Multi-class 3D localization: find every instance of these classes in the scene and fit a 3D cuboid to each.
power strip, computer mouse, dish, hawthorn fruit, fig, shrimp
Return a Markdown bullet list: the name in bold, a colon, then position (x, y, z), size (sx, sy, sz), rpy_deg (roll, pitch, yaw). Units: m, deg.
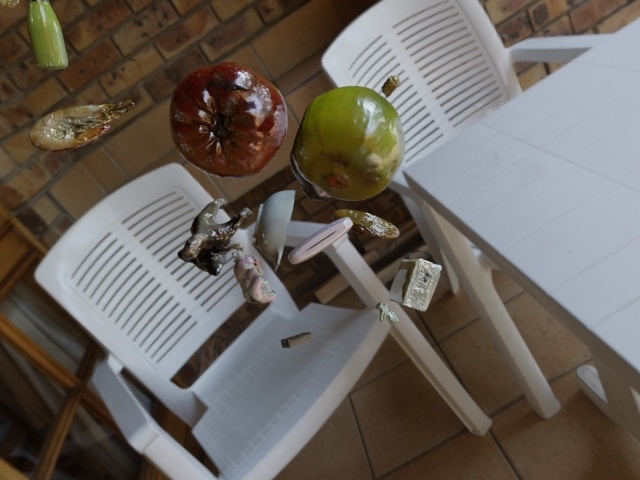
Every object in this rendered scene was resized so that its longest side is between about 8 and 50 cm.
- **power strip**: position (-0.072, 0.312, 1.541), size (0.111, 0.030, 0.037), rpy_deg (-8, -2, -45)
- **computer mouse**: position (-0.020, -0.290, 1.921), size (0.183, 0.323, 0.116), rpy_deg (-38, 49, -10)
- **dish**: position (-0.133, -0.033, 1.309), size (0.086, 0.228, 0.236), rpy_deg (13, 27, -6)
- **hawthorn fruit**: position (-0.313, -0.422, 1.700), size (0.402, 0.403, 0.403), rpy_deg (-27, 27, 15)
- **fig**: position (0.089, -0.297, 1.430), size (0.343, 0.343, 0.343), rpy_deg (-27, 27, 15)
- **shrimp**: position (-0.519, -0.253, 1.076), size (0.235, 0.053, 0.133), rpy_deg (-17, 45, -8)

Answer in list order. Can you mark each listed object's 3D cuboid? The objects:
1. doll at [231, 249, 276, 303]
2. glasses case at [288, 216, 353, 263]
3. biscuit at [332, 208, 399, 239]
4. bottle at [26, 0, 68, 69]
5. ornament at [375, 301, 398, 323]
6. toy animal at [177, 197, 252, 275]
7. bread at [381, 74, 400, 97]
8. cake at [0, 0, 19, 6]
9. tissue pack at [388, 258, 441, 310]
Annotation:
- **doll**: position (-0.223, 0.123, 1.597), size (0.095, 0.149, 0.192), rpy_deg (-32, 54, 1)
- **glasses case**: position (0.000, 0.000, 1.982), size (0.296, 0.075, 0.113), rpy_deg (-34, 3, -3)
- **biscuit**: position (0.208, -0.079, 2.235), size (0.318, 0.317, 0.040), rpy_deg (-126, 50, -64)
- **bottle**: position (-1.008, -0.765, 1.796), size (0.111, 0.260, 0.112), rpy_deg (-2, 23, 1)
- **ornament**: position (0.231, 0.257, 1.741), size (0.041, 0.092, 0.069), rpy_deg (-24, 56, 49)
- **toy animal**: position (-0.437, 0.021, 1.938), size (0.303, 0.194, 0.344), rpy_deg (-52, -13, -36)
- **bread**: position (0.308, -0.682, 2.166), size (0.066, 0.060, 0.110), rpy_deg (-4, -19, -25)
- **cake**: position (-0.766, -0.631, 1.124), size (0.079, 0.116, 0.185), rpy_deg (-33, 68, 29)
- **tissue pack**: position (0.287, 0.134, 1.520), size (0.196, 0.092, 0.149), rpy_deg (136, 155, -84)
